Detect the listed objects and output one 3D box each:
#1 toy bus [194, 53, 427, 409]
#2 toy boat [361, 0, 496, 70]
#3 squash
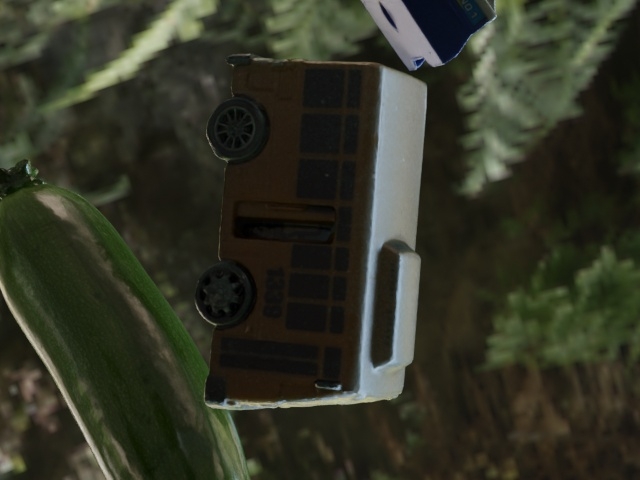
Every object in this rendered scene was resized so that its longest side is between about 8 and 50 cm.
[{"bbox_3d":[0.000,0.000,1.021,0.103,0.182,0.091,4,178,22],"label":"toy bus"},{"bbox_3d":[0.032,-0.280,1.575,0.088,0.295,0.129,-37,-169,-12],"label":"toy boat"},{"bbox_3d":[-0.151,0.082,1.454,0.107,0.107,0.395,-24,-123,-14],"label":"squash"}]
